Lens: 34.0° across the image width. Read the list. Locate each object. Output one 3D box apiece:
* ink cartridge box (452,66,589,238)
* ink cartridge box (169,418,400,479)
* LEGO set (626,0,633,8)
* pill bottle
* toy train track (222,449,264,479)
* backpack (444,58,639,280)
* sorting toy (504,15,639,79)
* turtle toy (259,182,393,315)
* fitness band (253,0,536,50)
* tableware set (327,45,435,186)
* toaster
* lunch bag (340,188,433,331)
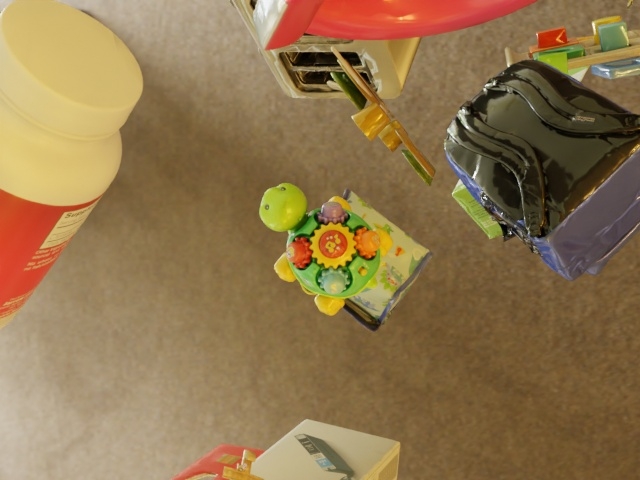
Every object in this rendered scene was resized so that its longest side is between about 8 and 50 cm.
[{"bbox_3d":[0.327,-0.144,1.533,0.097,0.255,0.189,47,138,-16],"label":"ink cartridge box"},{"bbox_3d":[-0.073,0.294,1.268,0.261,0.296,0.066,9,103,21],"label":"ink cartridge box"},{"bbox_3d":[0.356,-0.302,1.213,0.023,0.054,0.083,-14,38,22],"label":"LEGO set"},{"bbox_3d":[-0.385,-0.081,1.257,0.408,0.229,0.229,-48,59,33],"label":"pill bottle"},{"bbox_3d":[-0.066,0.224,0.907,0.014,0.048,0.083,-13,59,42],"label":"toy train track"},{"bbox_3d":[0.137,-0.041,0.634,0.098,0.101,0.120,-42,49,-2],"label":"backpack"},{"bbox_3d":[0.332,-0.249,1.319,0.196,0.348,0.047,-6,106,10],"label":"sorting toy"},{"bbox_3d":[0.000,0.000,0.941,0.130,0.066,0.095,38,81,9],"label":"turtle toy"},{"bbox_3d":[0.072,-0.167,0.555,0.291,0.209,0.054,152,103,-72],"label":"fitness band"},{"bbox_3d":[0.046,-0.084,0.783,0.024,0.154,0.104,-38,78,8],"label":"tableware set"},{"bbox_3d":[0.014,-0.232,1.048,0.185,0.168,0.110,5,61,25],"label":"toaster"},{"bbox_3d":[0.042,0.033,1.213,0.129,0.096,0.151,39,157,7],"label":"lunch bag"}]
